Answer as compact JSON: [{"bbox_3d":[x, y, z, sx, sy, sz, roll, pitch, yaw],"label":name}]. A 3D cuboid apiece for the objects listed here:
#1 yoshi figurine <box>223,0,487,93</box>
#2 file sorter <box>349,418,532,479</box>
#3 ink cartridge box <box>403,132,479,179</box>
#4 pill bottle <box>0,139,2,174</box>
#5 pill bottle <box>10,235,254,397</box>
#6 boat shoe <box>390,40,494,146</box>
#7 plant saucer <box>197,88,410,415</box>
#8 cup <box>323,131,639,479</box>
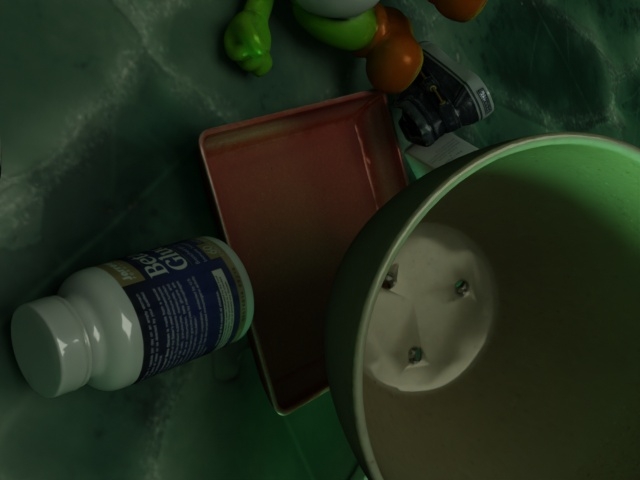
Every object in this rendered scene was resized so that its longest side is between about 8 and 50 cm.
[{"bbox_3d":[-0.021,-0.258,0.760,0.362,0.203,0.203,24,78,-31],"label":"yoshi figurine"},{"bbox_3d":[0.187,0.296,0.900,0.278,0.173,0.193,56,50,-23],"label":"file sorter"},{"bbox_3d":[0.200,-0.001,0.895,0.066,0.232,0.189,-37,132,-5],"label":"ink cartridge box"},{"bbox_3d":[-0.274,-0.005,0.486,0.169,0.169,0.301,16,74,-43],"label":"pill bottle"},{"bbox_3d":[-0.141,0.058,0.662,0.169,0.094,0.094,-19,97,-45],"label":"pill bottle"},{"bbox_3d":[0.105,-0.158,0.922,0.083,0.183,0.065,-29,118,-4],"label":"boat shoe"},{"bbox_3d":[0.000,0.000,0.845,0.258,0.047,0.259,-22,101,-44],"label":"plant saucer"},{"bbox_3d":[0.133,0.076,0.734,0.331,0.237,0.331,-2,96,-22],"label":"cup"}]
